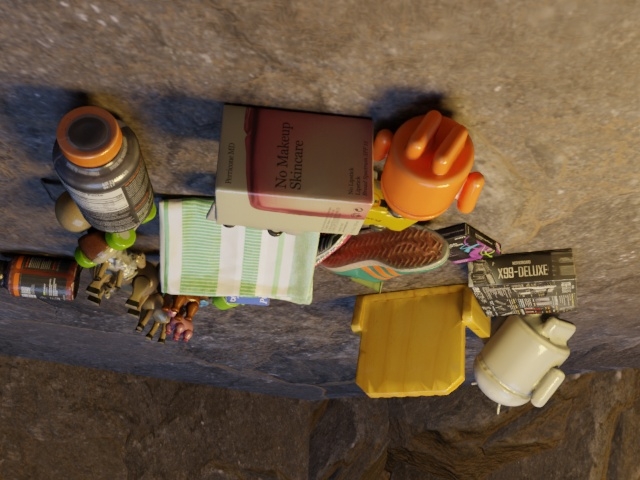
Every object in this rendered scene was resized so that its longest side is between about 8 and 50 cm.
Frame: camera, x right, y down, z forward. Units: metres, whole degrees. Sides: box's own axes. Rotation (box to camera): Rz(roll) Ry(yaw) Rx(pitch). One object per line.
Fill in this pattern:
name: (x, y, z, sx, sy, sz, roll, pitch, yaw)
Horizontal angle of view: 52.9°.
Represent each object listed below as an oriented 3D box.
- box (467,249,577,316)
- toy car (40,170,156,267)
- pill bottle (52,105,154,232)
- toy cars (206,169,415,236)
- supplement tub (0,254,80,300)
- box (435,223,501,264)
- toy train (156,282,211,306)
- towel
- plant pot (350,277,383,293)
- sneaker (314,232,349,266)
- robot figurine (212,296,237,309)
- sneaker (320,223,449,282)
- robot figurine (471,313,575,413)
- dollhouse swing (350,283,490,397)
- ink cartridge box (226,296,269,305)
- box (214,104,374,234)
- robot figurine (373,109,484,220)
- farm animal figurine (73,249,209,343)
box: (0.515, 0.116, 1.619, 0.242, 0.077, 0.307, -7, 158, 21)
toy car: (-0.445, -0.062, 1.230, 0.155, 0.149, 0.188, -22, 120, 40)
pill bottle: (-0.345, -0.113, 1.026, 0.130, 0.130, 0.246, 4, 159, -6)
toy cars: (-0.018, -0.073, 1.173, 0.393, 0.087, 0.176, -2, 161, 21)
supplement tub: (-0.720, 0.093, 1.632, 0.197, 0.106, 0.106, 8, 158, -13)
box: (0.312, 0.011, 1.429, 0.116, 0.029, 0.162, -16, 151, 39)
toy train: (-0.382, 0.141, 1.768, 0.184, 0.080, 0.105, -10, 150, 28)
towel: (-0.168, 0.025, 1.329, 0.324, 0.038, 0.248, 5, 124, -4)
plant pot: (0.117, 0.081, 1.578, 0.079, 0.083, 0.083, 12, 160, 7)
sneaker: (0.000, 0.000, 1.379, 0.170, 0.075, 0.063, -40, 177, 33)
robot figurine: (-0.258, 0.156, 1.805, 0.101, 0.067, 0.115, 29, 148, -29)
sneaker: (0.150, 0.032, 1.405, 0.302, 0.108, 0.121, -2, 161, 33)
robot figurine: (0.593, 0.348, 1.910, 0.199, 0.300, 0.353, 20, 114, -33)
dollhouse swing: (0.290, 0.303, 1.814, 0.346, 0.305, 0.315, -9, 156, 25)
ink cartridge box: (-0.153, 0.046, 1.395, 0.097, 0.046, 0.207, 4, 125, -5)
box: (-0.042, -0.106, 0.992, 0.232, 0.149, 0.127, 4, 159, -7)
robot figurine: (0.163, -0.108, 0.995, 0.158, 0.128, 0.219, -4, 160, -4)
farm animal figurine: (-0.423, 0.108, 1.577, 0.326, 0.172, 0.330, 28, 150, -21)
